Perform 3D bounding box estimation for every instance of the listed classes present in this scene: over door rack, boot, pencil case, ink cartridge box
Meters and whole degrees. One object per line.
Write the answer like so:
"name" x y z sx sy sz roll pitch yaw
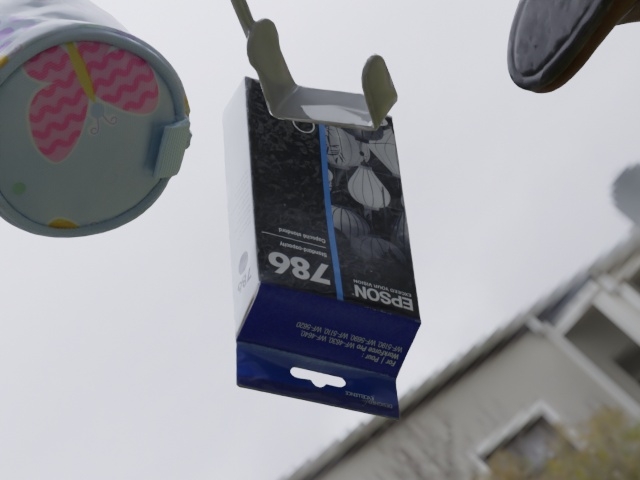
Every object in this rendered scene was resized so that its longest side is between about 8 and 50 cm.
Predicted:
"over door rack" -0.028 -0.237 0.722 0.239 0.108 0.324 -54 -53 -33
"boot" 0.314 -0.193 1.560 0.280 0.096 0.264 35 -100 -41
"pencil case" -0.167 -0.099 0.934 0.124 0.273 0.113 21 -77 -33
"ink cartridge box" 0.000 0.000 1.584 0.165 0.332 0.065 14 -43 -22
